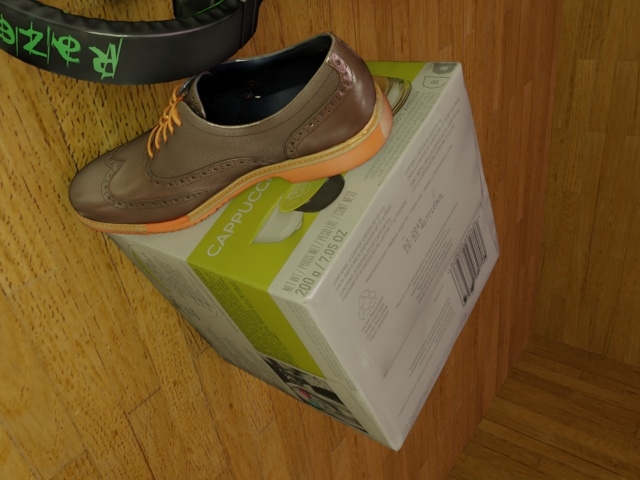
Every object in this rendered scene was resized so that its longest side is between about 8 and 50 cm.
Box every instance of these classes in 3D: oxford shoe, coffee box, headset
[{"bbox_3d":[-0.121,-0.107,0.549,0.133,0.363,0.130,44,32,-56],"label":"oxford shoe"},{"bbox_3d":[0.000,0.000,0.745,0.337,0.334,0.338,-55,139,-24],"label":"coffee box"},{"bbox_3d":[-0.156,-0.271,0.545,0.185,0.243,0.394,109,3,-53],"label":"headset"}]
